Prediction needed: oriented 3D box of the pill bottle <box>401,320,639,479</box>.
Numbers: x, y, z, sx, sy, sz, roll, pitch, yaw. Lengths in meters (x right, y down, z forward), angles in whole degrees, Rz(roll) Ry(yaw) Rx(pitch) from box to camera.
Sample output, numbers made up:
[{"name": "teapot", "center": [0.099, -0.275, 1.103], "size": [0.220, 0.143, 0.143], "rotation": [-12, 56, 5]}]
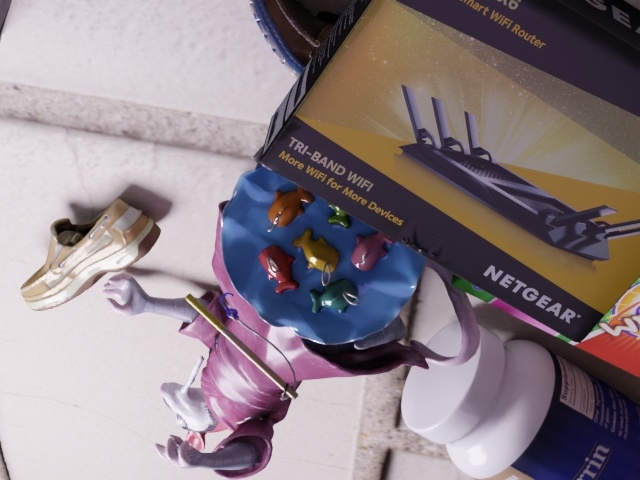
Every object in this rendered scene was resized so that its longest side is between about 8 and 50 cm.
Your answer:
[{"name": "pill bottle", "center": [0.223, 0.193, 1.610], "size": [0.264, 0.153, 0.153], "rotation": [30, 141, -22]}]

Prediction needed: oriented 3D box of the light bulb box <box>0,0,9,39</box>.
[{"name": "light bulb box", "center": [-0.420, -0.187, 1.164], "size": [0.361, 0.225, 0.358], "rotation": [21, 160, -12]}]

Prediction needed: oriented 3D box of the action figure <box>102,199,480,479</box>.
[{"name": "action figure", "center": [-0.054, 0.102, 1.591], "size": [0.275, 0.248, 0.370], "rotation": [-3, 150, -25]}]

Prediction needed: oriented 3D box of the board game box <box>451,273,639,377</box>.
[{"name": "board game box", "center": [0.317, 0.030, 1.431], "size": [0.316, 0.064, 0.242], "rotation": [26, 143, -17]}]

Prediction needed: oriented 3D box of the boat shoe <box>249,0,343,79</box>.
[{"name": "boat shoe", "center": [0.011, -0.155, 1.286], "size": [0.066, 0.066, 0.183], "rotation": [-31, 122, 18]}]

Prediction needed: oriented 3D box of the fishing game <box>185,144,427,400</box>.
[{"name": "fishing game", "center": [0.000, 0.000, 1.372], "size": [0.264, 0.041, 0.189], "rotation": [-44, 88, 15]}]

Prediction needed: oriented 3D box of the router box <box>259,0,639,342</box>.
[{"name": "router box", "center": [0.146, -0.090, 1.221], "size": [0.309, 0.081, 0.243], "rotation": [29, 121, -12]}]

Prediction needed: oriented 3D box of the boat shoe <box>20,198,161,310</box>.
[{"name": "boat shoe", "center": [-0.246, 0.007, 1.591], "size": [0.190, 0.068, 0.072], "rotation": [-30, 115, 32]}]
